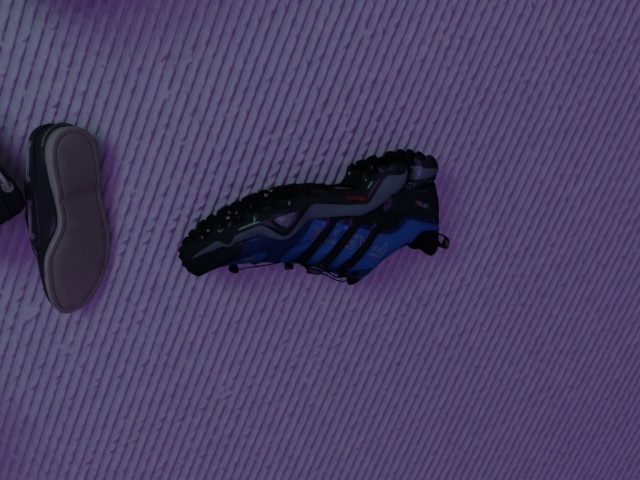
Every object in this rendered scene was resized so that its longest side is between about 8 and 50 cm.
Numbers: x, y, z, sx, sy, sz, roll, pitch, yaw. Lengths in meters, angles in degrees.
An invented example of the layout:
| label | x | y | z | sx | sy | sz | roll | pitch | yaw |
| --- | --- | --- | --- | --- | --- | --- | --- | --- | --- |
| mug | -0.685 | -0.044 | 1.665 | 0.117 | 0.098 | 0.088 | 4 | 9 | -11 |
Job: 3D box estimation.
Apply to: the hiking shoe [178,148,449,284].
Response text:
| label | x | y | z | sx | sy | sz | roll | pitch | yaw |
| --- | --- | --- | --- | --- | --- | --- | --- | --- | --- |
| hiking shoe | 0.000 | 0.000 | 0.616 | 0.303 | 0.113 | 0.132 | -17 | 107 | -6 |

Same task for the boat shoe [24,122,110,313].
| label | x | y | z | sx | sy | sz | roll | pitch | yaw |
| --- | --- | --- | --- | --- | --- | --- | --- | --- | --- |
| boat shoe | -0.277 | -0.024 | 0.598 | 0.064 | 0.075 | 0.206 | 18 | 112 | 29 |

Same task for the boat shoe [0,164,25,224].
| label | x | y | z | sx | sy | sz | roll | pitch | yaw |
| --- | --- | --- | --- | --- | --- | --- | --- | --- | --- |
| boat shoe | -0.407 | -0.128 | 0.520 | 0.091 | 0.114 | 0.303 | -43 | 107 | -40 |
